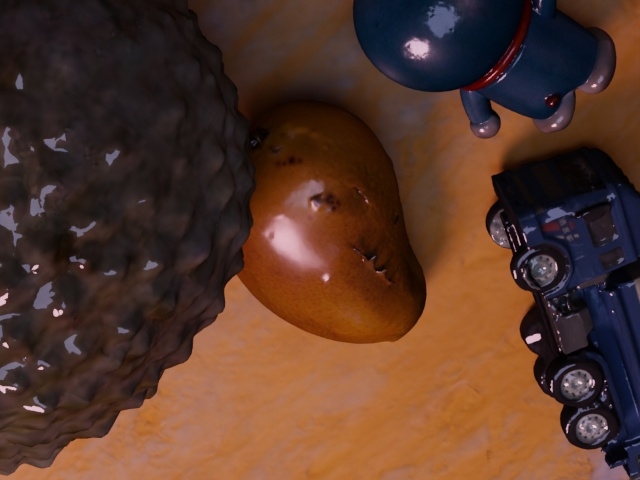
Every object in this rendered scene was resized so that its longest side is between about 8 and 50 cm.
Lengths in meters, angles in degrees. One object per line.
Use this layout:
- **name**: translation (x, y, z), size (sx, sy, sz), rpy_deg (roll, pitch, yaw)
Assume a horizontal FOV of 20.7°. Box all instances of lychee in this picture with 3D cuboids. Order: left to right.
- **lychee**: translation (-0.160, -0.024, 0.836), size (0.255, 0.274, 0.255), rpy_deg (15, 142, 12)

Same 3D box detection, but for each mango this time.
- **mango**: translation (-0.001, 0.001, 0.947), size (0.105, 0.084, 0.159), rpy_deg (-17, 118, 12)

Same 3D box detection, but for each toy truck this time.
- **toy truck**: translation (0.160, 0.047, 0.987), size (0.088, 0.074, 0.202), rpy_deg (-20, 118, 2)

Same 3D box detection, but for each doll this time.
- **doll**: translation (0.078, -0.110, 0.896), size (0.152, 0.085, 0.114), rpy_deg (23, 126, -26)
